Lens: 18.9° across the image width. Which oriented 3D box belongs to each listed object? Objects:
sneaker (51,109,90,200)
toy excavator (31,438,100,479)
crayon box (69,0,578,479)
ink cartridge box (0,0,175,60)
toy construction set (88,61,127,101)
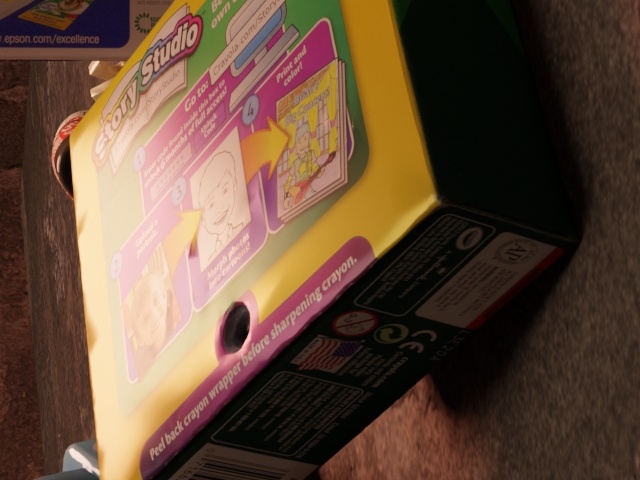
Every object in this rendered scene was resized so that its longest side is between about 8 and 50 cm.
[{"bbox_3d":[-0.156,-0.011,1.822,0.270,0.090,0.145,51,-178,-20],"label":"sneaker"},{"bbox_3d":[-0.203,0.252,1.383,0.222,0.445,0.433,25,120,51],"label":"toy excavator"},{"bbox_3d":[-0.021,-0.038,1.182,0.363,0.106,0.313,-45,42,40],"label":"crayon box"},{"bbox_3d":[-0.159,-0.298,1.556,0.072,0.304,0.307,-167,77,-75],"label":"ink cartridge box"},{"bbox_3d":[-0.138,-0.213,1.840,0.215,0.151,0.327,104,171,-47],"label":"toy construction set"}]
